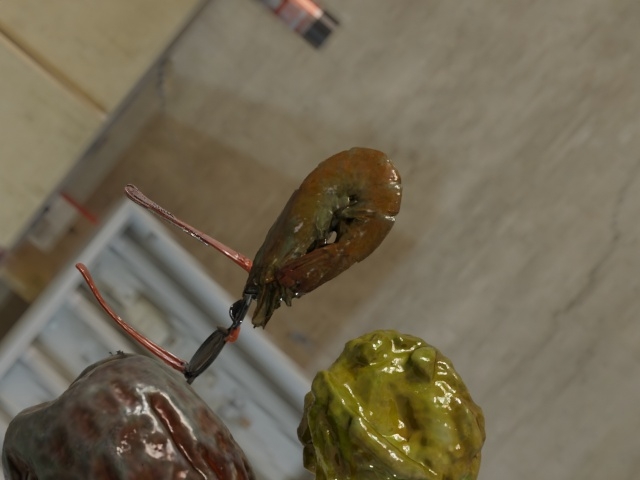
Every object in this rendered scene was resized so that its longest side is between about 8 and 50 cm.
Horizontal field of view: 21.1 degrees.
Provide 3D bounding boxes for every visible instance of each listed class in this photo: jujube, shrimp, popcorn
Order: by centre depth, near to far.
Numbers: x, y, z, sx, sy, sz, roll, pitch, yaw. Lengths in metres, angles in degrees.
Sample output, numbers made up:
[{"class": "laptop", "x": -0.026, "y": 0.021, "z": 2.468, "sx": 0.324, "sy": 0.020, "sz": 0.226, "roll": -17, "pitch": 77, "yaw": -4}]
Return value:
[{"class": "shrimp", "x": -0.001, "y": -0.001, "z": 1.691, "sx": 0.217, "sy": 0.051, "sz": 0.115, "roll": -52, "pitch": -132, "yaw": -5}, {"class": "jujube", "x": -0.185, "y": 0.278, "z": 1.728, "sx": 0.246, "sy": 0.308, "sz": 0.215, "roll": -28, "pitch": -174, "yaw": 43}, {"class": "popcorn", "x": 0.068, "y": 0.193, "z": 1.732, "sx": 0.197, "sy": 0.197, "sz": 0.155, "roll": -54, "pitch": 169, "yaw": -32}]

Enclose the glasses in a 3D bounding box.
[{"class": "glasses", "x": -0.238, "y": 0.074, "z": 2.623, "sx": 0.234, "sy": 0.268, "sz": 0.118, "roll": -54, "pitch": -173, "yaw": 30}]
